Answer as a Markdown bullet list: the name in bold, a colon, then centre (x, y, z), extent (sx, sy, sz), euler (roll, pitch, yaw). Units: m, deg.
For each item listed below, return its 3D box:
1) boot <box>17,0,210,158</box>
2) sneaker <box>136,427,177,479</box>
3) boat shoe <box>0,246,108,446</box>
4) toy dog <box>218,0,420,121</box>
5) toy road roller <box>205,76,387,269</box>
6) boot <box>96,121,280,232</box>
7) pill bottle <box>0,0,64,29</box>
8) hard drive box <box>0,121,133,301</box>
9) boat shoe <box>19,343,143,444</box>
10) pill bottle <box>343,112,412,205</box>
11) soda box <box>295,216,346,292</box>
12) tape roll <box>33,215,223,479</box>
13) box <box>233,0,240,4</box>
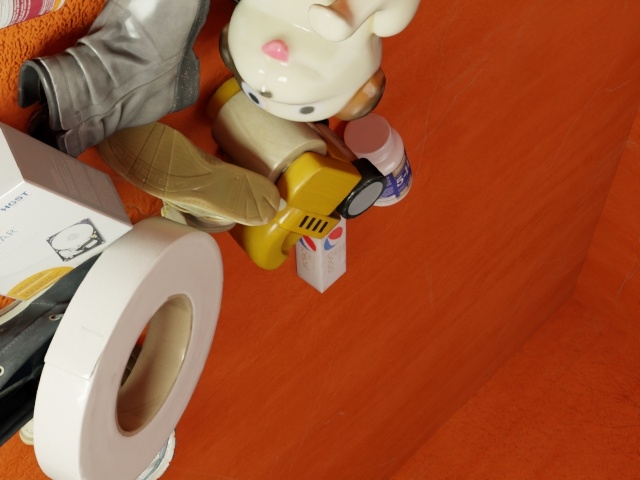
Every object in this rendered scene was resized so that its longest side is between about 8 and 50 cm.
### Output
- **boot**: centre (-0.247, -0.240, 1.354), extent (0.223, 0.118, 0.338), euler (-32, 143, -31)
- **sneaker**: centre (-0.353, 0.397, 1.985), extent (0.283, 0.110, 0.122), euler (-58, 152, 8)
- **boat shoe**: centre (-0.360, 0.148, 1.594), extent (0.500, 0.156, 0.187), euler (-35, 147, -40)
- **toy dog**: centre (0.002, -0.351, 1.464), extent (0.395, 0.285, 0.408), euler (-72, -178, -71)
- **toy road roller**: centre (-0.073, -0.085, 1.767), extent (0.240, 0.202, 0.329), euler (-48, 158, 12)
- **boot**: centre (-0.206, -0.084, 1.614), extent (0.203, 0.262, 0.095), euler (-10, -120, 67)
- **pill bottle**: centre (-0.342, -0.257, 1.183), extent (0.152, 0.086, 0.086), euler (-31, 147, -40)
- **hard drive box**: centre (-0.364, -0.027, 1.364), extent (0.181, 0.089, 0.232), euler (-34, 158, 13)
- **boat shoe**: centre (-0.345, 0.240, 1.816), extent (0.285, 0.104, 0.089), euler (-12, 138, -42)
- **pill bottle**: centre (0.100, -0.149, 2.089), extent (0.112, 0.112, 0.186), euler (-50, 156, -10)
- **soda box**: centre (0.000, 0.000, 2.152), extent (0.074, 0.069, 0.216), euler (-42, 152, -25)
- **tape roll**: centre (-0.251, 0.158, 1.569), extent (0.392, 0.072, 0.392), euler (20, 90, -74)
- **box**: centre (-0.066, -0.388, 1.581), extent (0.162, 0.029, 0.116), euler (-57, 156, 1)
